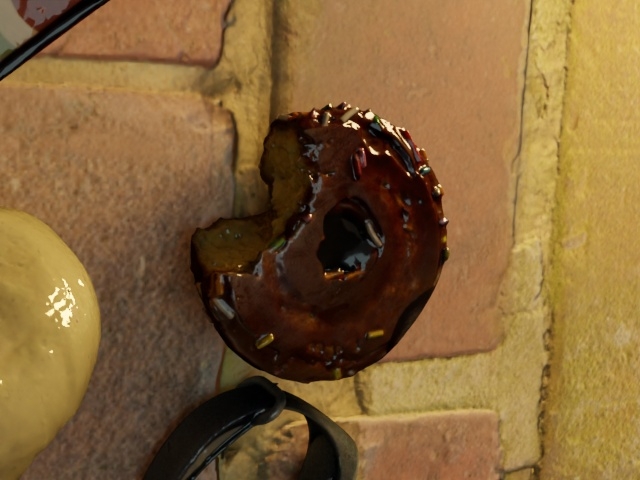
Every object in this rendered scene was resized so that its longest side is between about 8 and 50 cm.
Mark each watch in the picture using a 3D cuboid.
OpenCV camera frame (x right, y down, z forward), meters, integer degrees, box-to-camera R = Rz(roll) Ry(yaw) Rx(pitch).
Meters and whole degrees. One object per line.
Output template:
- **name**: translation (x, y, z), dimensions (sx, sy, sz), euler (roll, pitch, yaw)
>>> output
- **watch**: translation (-0.064, 0.221, 0.924), dimensions (0.193, 0.068, 0.206), euler (18, 94, -34)

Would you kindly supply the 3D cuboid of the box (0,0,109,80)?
- **box**: translation (-0.303, -0.256, 0.622), dimensions (0.344, 0.122, 0.385), euler (-42, 114, -16)

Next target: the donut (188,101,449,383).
- **donut**: translation (0.000, 0.001, 0.895), dimensions (0.216, 0.096, 0.230), euler (19, 91, -35)

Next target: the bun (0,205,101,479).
- **bun**: translation (-0.273, 0.066, 0.632), dimensions (0.287, 0.287, 0.146), euler (-34, 123, -21)
